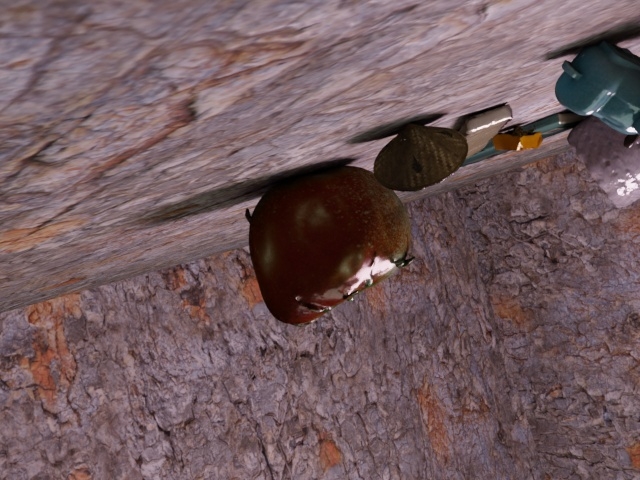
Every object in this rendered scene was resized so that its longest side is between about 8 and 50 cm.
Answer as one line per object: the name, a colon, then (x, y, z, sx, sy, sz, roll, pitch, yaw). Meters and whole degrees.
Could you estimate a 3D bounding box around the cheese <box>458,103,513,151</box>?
cheese: (0.276, -0.185, 1.432, 0.085, 0.034, 0.400, -21, 176, 3)

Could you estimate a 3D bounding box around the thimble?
thimble: (0.649, -0.193, 1.705, 0.157, 0.217, 0.245, -34, -179, 20)

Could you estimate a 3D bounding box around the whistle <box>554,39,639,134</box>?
whistle: (0.402, -0.182, 0.994, 0.273, 0.186, 0.093, 12, 130, -30)

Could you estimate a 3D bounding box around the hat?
hat: (0.136, -0.144, 1.144, 0.145, 0.067, 0.146, -15, -139, 13)

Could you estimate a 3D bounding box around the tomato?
tomato: (0.000, 0.000, 1.381, 0.303, 0.239, 0.303, -29, 176, -2)

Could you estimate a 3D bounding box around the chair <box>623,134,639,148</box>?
chair: (0.650, -0.264, 1.254, 0.160, 0.319, 0.186, -14, -139, -44)

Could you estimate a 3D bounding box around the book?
book: (0.458, -0.235, 1.879, 0.379, 0.031, 0.264, -18, 177, 42)

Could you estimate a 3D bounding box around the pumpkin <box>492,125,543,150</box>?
pumpkin: (0.418, -0.217, 1.674, 0.074, 0.054, 0.083, -12, -163, -36)
